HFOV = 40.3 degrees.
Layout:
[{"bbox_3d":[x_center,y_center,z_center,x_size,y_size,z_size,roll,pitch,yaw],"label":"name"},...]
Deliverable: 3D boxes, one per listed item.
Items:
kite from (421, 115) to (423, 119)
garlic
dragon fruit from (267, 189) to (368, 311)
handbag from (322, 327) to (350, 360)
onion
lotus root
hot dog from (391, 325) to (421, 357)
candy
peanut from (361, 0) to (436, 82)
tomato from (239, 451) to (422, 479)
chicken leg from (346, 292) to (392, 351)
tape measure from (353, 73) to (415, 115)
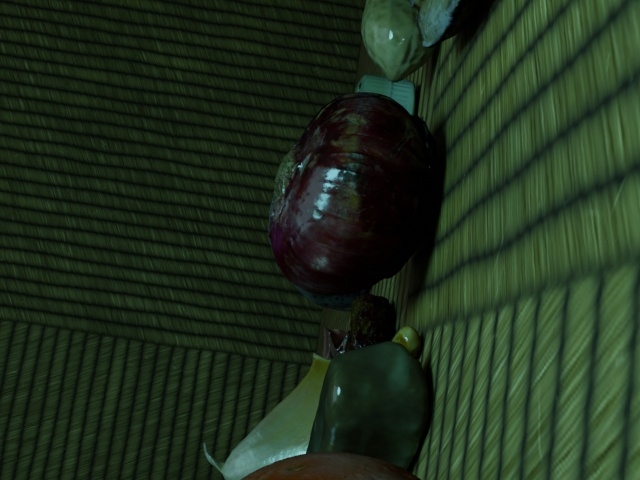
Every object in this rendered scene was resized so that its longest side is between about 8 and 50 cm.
[{"bbox_3d":[0.136,-0.138,1.230,0.044,0.002,0.078,-93,13,-79],"label":"kite"},{"bbox_3d":[-0.027,0.278,1.224,0.245,0.164,0.145,-38,-16,-7],"label":"garlic"},{"bbox_3d":[0.000,0.000,1.625,0.283,0.204,0.221,100,177,-51],"label":"dragon fruit"},{"bbox_3d":[0.024,0.284,1.733,0.157,0.059,0.212,119,158,-87],"label":"handbag"},{"bbox_3d":[0.040,-0.053,1.022,0.246,0.190,0.246,-55,22,36],"label":"onion"},{"bbox_3d":[0.145,-0.305,0.853,0.329,0.078,0.167,152,104,-85],"label":"lotus root"},{"bbox_3d":[0.090,0.136,0.990,0.137,0.028,0.044,98,154,-53],"label":"hot dog"},{"bbox_3d":[0.046,0.203,0.920,0.102,0.104,0.234,-91,8,-45],"label":"candy"},{"bbox_3d":[0.113,-0.335,1.205,0.123,0.124,0.256,102,174,-55],"label":"peanut"},{"bbox_3d":[0.005,0.236,0.531,0.184,0.208,0.208,85,-167,-80],"label":"tomato"},{"bbox_3d":[0.068,0.133,1.192,0.234,0.063,0.105,-81,5,-62],"label":"chicken leg"},{"bbox_3d":[0.075,-0.126,1.363,0.207,0.115,0.235,134,144,-82],"label":"tape measure"}]
